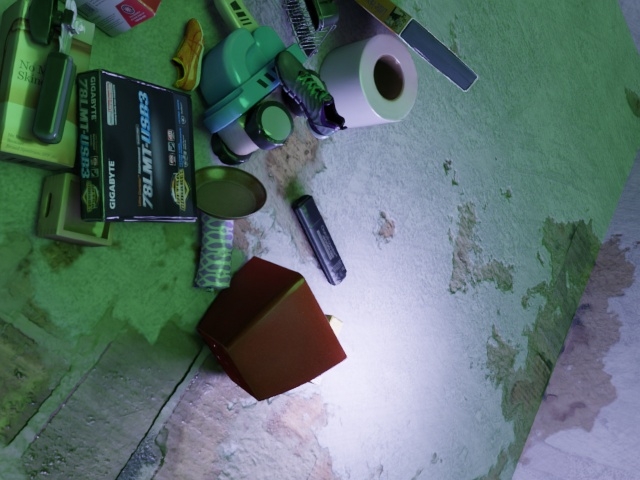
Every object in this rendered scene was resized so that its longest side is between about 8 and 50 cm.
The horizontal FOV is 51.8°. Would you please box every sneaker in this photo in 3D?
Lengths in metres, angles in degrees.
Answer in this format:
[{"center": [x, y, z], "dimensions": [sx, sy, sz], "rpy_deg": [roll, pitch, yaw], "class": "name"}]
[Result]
[{"center": [-0.315, -0.445, 1.561], "dimensions": [0.067, 0.064, 0.175], "rpy_deg": [8, 83, -32], "class": "sneaker"}, {"center": [-0.014, -0.342, 1.505], "dimensions": [0.083, 0.098, 0.224], "rpy_deg": [-45, 112, -32], "class": "sneaker"}]

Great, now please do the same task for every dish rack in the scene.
[{"center": [-0.044, -0.588, 1.669], "dimensions": [0.074, 0.271, 0.209], "rpy_deg": [-18, 87, -19], "class": "dish rack"}]

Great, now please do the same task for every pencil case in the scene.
[{"center": [-0.258, 0.022, 1.608], "dimensions": [0.086, 0.088, 0.206], "rpy_deg": [33, 61, -83], "class": "pencil case"}]

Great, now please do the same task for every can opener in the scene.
[{"center": [-0.500, -0.322, 1.228], "dimensions": [0.093, 0.074, 0.281], "rpy_deg": [5, 85, -8], "class": "can opener"}]

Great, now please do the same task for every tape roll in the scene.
[{"center": [0.138, -0.454, 1.897], "dimensions": [0.246, 0.169, 0.246], "rpy_deg": [-2, 92, -42], "class": "tape roll"}]

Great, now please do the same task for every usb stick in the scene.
[{"center": [0.000, 0.000, 1.863], "dimensions": [0.077, 0.045, 0.278], "rpy_deg": [-45, 119, -40], "class": "usb stick"}]

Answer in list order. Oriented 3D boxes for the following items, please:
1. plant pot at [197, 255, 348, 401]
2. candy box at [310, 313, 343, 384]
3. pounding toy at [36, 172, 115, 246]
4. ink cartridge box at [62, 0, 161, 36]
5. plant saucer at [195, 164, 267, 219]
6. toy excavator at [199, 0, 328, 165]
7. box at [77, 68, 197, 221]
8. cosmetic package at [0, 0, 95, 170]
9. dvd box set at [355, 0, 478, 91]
[{"center": [-0.138, 0.229, 1.614], "dimensions": [0.235, 0.267, 0.268], "rpy_deg": [-37, 115, -22], "class": "plant pot"}, {"center": [-0.020, 0.293, 1.805], "dimensions": [0.053, 0.109, 0.187], "rpy_deg": [37, 67, -36], "class": "candy box"}, {"center": [-0.479, -0.079, 1.403], "dimensions": [0.206, 0.094, 0.181], "rpy_deg": [17, 74, -50], "class": "pounding toy"}, {"center": [-0.470, -0.556, 1.326], "dimensions": [0.272, 0.196, 0.114], "rpy_deg": [32, 68, -38], "class": "ink cartridge box"}, {"center": [-0.228, -0.109, 1.590], "dimensions": [0.198, 0.198, 0.036], "rpy_deg": [-27, 146, -39], "class": "plant saucer"}, {"center": [-0.179, -0.476, 1.604], "dimensions": [0.445, 0.222, 0.433], "rpy_deg": [53, 56, -19], "class": "toy excavator"}, {"center": [-0.379, -0.184, 1.392], "dimensions": [0.293, 0.073, 0.296], "rpy_deg": [-1, 89, -65], "class": "box"}, {"center": [-0.556, -0.298, 1.299], "dimensions": [0.153, 0.129, 0.297], "rpy_deg": [9, 84, -41], "class": "cosmetic package"}, {"center": [0.233, -0.597, 1.850], "dimensions": [0.307, 0.420, 0.062], "rpy_deg": [24, 113, -40], "class": "dvd box set"}]
